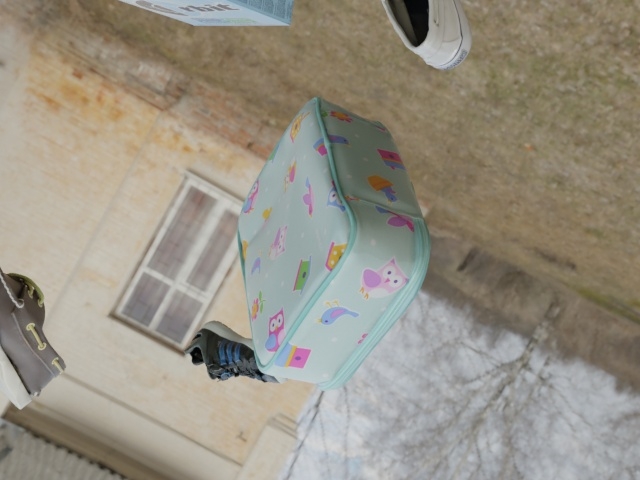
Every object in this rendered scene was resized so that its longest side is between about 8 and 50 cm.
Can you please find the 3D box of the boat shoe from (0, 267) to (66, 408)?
[{"bbox_3d":[-0.423,0.102,1.061,0.116,0.096,0.324,34,144,29],"label":"boat shoe"}]

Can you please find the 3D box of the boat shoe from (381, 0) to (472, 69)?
[{"bbox_3d":[0.114,-0.346,1.035,0.088,0.096,0.268,9,-119,-46],"label":"boat shoe"}]

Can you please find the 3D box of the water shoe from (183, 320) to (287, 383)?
[{"bbox_3d":[-0.129,0.189,1.194,0.203,0.080,0.073,17,146,48],"label":"water shoe"}]

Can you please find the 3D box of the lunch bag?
[{"bbox_3d":[0.000,0.000,0.810,0.107,0.224,0.279,17,-147,-22],"label":"lunch bag"}]

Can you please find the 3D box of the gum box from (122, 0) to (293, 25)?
[{"bbox_3d":[-0.146,-0.280,0.877,0.156,0.041,0.184,11,-175,34],"label":"gum box"}]
